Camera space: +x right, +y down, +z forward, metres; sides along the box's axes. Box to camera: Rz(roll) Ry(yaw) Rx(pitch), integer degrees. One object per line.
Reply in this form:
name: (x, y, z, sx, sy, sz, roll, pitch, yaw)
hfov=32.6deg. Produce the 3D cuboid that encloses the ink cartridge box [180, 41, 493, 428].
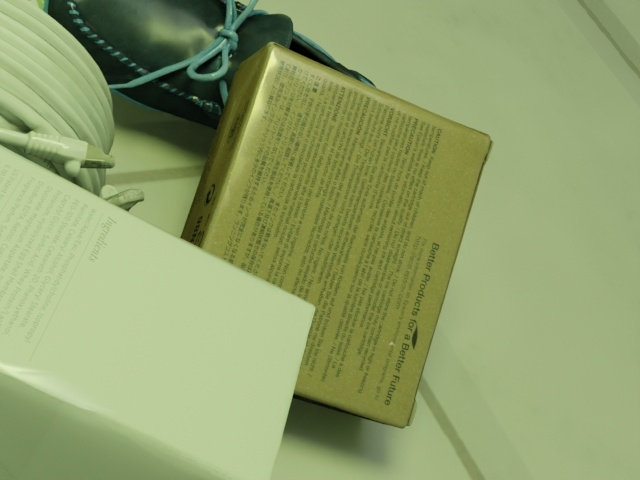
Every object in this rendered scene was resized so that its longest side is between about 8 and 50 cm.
ink cartridge box: (0.000, 0.000, 0.819, 0.193, 0.088, 0.234, 22, 78, -19)

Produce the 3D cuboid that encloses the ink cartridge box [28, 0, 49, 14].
ink cartridge box: (-0.305, -0.169, 0.802, 0.235, 0.056, 0.171, -33, 111, -49)

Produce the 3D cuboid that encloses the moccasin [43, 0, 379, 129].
moccasin: (-0.057, -0.156, 0.925, 0.342, 0.117, 0.137, 17, 80, -32)

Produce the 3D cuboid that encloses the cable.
cable: (-0.254, -0.074, 0.656, 0.257, 0.257, 0.089, 29, 59, -29)

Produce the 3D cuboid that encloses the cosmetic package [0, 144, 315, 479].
cosmetic package: (-0.159, 0.094, 0.599, 0.225, 0.224, 0.138, 26, 42, -12)
